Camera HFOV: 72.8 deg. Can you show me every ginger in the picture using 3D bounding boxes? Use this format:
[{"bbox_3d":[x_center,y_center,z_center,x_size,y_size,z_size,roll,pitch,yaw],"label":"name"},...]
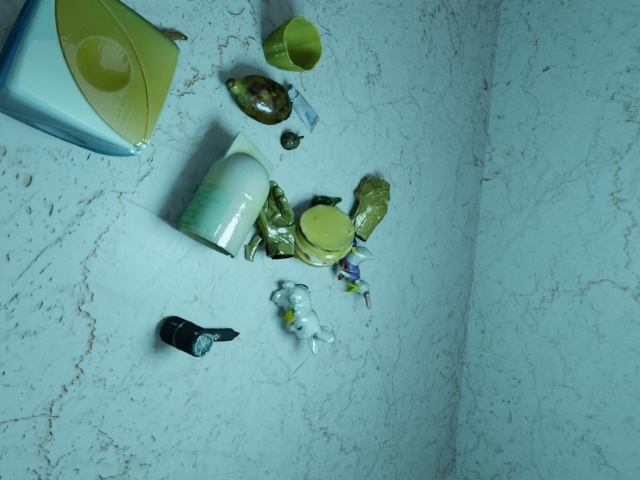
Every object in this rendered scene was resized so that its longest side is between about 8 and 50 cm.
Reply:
[{"bbox_3d":[-0.271,0.021,1.801,0.137,0.044,0.057,-60,149,-15],"label":"ginger"}]

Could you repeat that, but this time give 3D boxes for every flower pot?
[{"bbox_3d":[-0.121,-0.757,1.704,0.195,0.179,0.194,-11,107,-41],"label":"flower pot"}]

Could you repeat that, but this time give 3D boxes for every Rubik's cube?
[{"bbox_3d":[-0.633,-0.444,1.166,0.352,0.352,0.346,24,81,-45],"label":"Rubik's cube"}]

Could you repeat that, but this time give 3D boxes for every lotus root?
[{"bbox_3d":[-0.223,-0.542,1.673,0.314,0.142,0.169,10,87,-43],"label":"lotus root"}]

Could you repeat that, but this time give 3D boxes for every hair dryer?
[{"bbox_3d":[-0.410,0.364,1.658,0.352,0.189,0.106,16,88,-57],"label":"hair dryer"}]

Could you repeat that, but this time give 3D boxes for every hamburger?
[{"bbox_3d":[0.000,0.000,1.914,0.277,0.276,0.236,-31,161,-36],"label":"hamburger"}]

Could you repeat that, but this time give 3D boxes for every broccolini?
[{"bbox_3d":[0.041,-0.181,2.039,0.203,0.068,0.091,-24,94,-39],"label":"broccolini"}]

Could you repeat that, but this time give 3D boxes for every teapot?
[{"bbox_3d":[-0.116,-0.424,1.844,0.121,0.068,0.076,-30,117,-36],"label":"teapot"}]

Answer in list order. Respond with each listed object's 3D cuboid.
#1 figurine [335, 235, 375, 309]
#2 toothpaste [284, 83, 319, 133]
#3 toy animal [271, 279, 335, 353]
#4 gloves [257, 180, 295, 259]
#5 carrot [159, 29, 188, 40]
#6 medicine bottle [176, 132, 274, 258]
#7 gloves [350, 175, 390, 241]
[{"bbox_3d":[0.172,0.132,2.124,0.154,0.194,0.420,-85,169,-65],"label":"figurine"},{"bbox_3d":[-0.078,-0.571,1.870,0.234,0.057,0.089,43,70,-46],"label":"toothpaste"},{"bbox_3d":[-0.076,0.333,1.913,0.325,0.208,0.154,45,40,5],"label":"toy animal"},{"bbox_3d":[-0.184,-0.085,1.776,0.141,0.155,0.330,-8,89,-76],"label":"gloves"},{"bbox_3d":[-0.515,-0.683,1.451,0.165,0.036,0.035,-16,108,-43],"label":"carrot"},{"bbox_3d":[-0.322,-0.165,1.583,0.236,0.236,0.405,37,72,-40],"label":"medicine bottle"},{"bbox_3d":[0.252,-0.164,2.178,0.203,0.156,0.355,31,73,-46],"label":"gloves"}]
